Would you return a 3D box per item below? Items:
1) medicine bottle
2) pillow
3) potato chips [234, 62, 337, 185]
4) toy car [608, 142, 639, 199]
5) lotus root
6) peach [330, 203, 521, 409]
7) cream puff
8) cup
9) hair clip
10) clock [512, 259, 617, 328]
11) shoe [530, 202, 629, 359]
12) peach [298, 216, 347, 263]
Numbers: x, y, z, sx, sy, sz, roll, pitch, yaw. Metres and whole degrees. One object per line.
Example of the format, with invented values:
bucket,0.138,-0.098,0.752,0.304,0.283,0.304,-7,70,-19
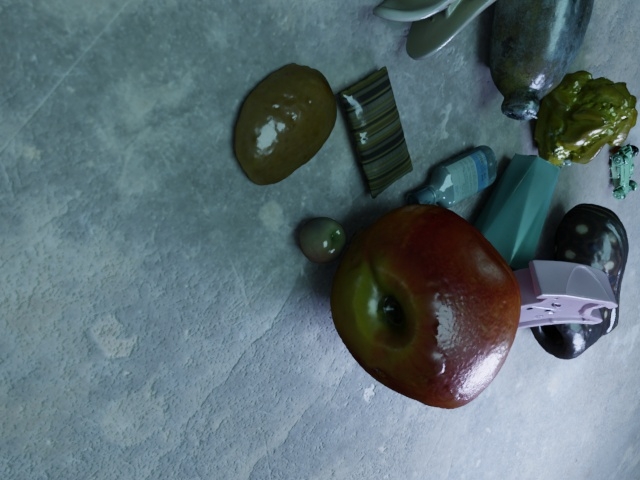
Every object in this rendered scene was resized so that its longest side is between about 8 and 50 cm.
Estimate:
medicine bottle,0.262,-0.115,1.020,0.208,0.053,0.090,-27,121,-22
pillow,0.101,-0.185,0.898,0.113,0.038,0.203,-35,123,-23
potato chips,-0.047,-0.179,0.796,0.202,0.049,0.150,-46,131,-19
toy car,0.795,-0.180,1.355,0.073,0.054,0.143,-33,123,-23
lotus root,0.400,-0.399,0.954,0.175,0.175,0.350,-2,111,-33
peach,0.191,0.111,0.907,0.372,0.373,0.290,24,127,-37
cream puff,0.575,-0.268,1.104,0.221,0.194,0.195,-43,125,-18
cup,0.416,-0.057,1.103,0.134,0.148,0.236,27,87,-11
hair clip,0.216,-0.406,0.834,0.282,0.172,0.113,-39,133,-3
clock,0.480,0.136,1.112,0.290,0.275,0.080,9,62,-23
shoe,0.617,0.112,1.266,0.237,0.171,0.384,-28,123,-23
peach,0.002,0.000,0.869,0.083,0.083,0.083,-12,112,-30
